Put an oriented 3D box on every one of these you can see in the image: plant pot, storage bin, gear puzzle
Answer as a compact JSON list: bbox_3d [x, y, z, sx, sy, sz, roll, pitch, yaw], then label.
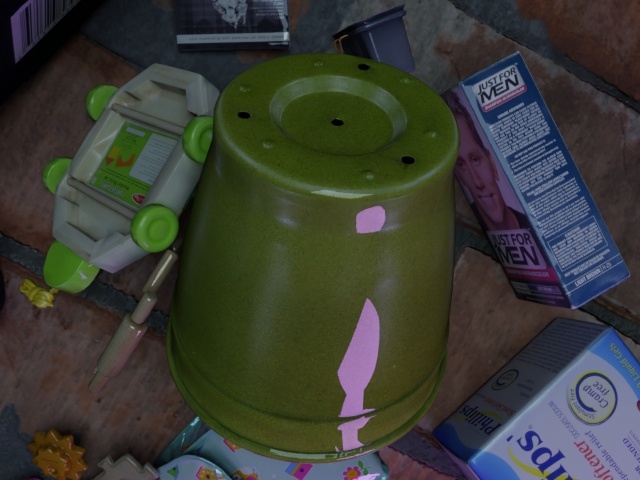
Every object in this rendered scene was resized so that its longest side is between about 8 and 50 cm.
[{"bbox_3d":[0.000,0.000,0.745,0.366,0.353,0.366,4,46,-4],"label":"plant pot"},{"bbox_3d":[0.077,-0.275,0.961,0.098,0.135,0.091,-24,103,-10],"label":"storage bin"},{"bbox_3d":[-0.262,0.377,0.884,0.175,0.044,0.339,-39,96,24],"label":"gear puzzle"}]

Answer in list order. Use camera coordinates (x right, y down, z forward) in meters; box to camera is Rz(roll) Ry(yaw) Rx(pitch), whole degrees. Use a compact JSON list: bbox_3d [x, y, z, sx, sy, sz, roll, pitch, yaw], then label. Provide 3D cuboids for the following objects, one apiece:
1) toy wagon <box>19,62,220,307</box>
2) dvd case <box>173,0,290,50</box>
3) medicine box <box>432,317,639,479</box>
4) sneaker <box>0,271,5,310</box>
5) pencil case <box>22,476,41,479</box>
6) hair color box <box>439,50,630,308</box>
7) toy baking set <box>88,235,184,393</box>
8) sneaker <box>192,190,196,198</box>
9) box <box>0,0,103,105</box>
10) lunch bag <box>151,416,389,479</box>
[{"bbox_3d":[-0.260,-0.066,0.842,0.068,0.267,0.344,34,83,-48],"label":"toy wagon"},{"bbox_3d":[-0.128,-0.384,0.934,0.165,0.018,0.221,-2,107,-1],"label":"dvd case"},{"bbox_3d":[0.371,0.310,0.988,0.289,0.149,0.263,-40,96,-9],"label":"medicine box"},{"bbox_3d":[-0.563,0.120,0.814,0.257,0.169,0.447,26,89,-13],"label":"sneaker"},{"bbox_3d":[-0.450,0.410,0.868,0.209,0.095,0.098,-35,60,-7],"label":"pencil case"},{"bbox_3d":[0.291,-0.079,0.969,0.105,0.174,0.347,-28,93,-8],"label":"hair color box"},{"bbox_3d":[-0.232,0.103,0.843,0.030,0.197,0.256,32,110,-8],"label":"toy baking set"},{"bbox_3d":[-0.042,-0.132,0.922,0.305,0.152,0.114,-20,93,-9],"label":"sneaker"},{"bbox_3d":[-0.482,-0.413,0.705,0.472,0.297,0.480,38,69,-12],"label":"box"},{"bbox_3d":[-0.076,0.310,0.905,0.262,0.160,0.223,-42,98,1],"label":"lunch bag"}]
